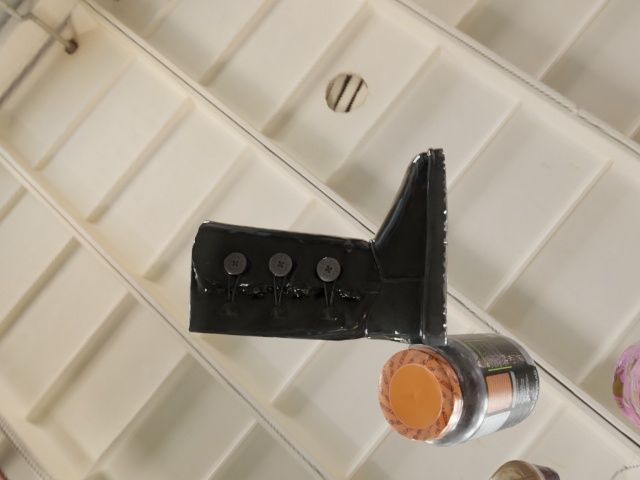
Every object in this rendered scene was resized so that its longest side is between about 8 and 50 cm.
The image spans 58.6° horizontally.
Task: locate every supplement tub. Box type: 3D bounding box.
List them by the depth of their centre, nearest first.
[{"bbox_3d":[0.260,0.272,1.065,0.193,0.315,0.194,-8,-102,42],"label":"supplement tub"}]

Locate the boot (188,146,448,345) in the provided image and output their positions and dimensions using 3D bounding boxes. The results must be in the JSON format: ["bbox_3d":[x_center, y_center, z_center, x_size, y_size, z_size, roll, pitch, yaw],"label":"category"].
[{"bbox_3d":[0.000,0.002,1.017,0.444,0.146,0.367,0,-115,14],"label":"boot"}]

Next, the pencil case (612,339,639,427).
[{"bbox_3d":[0.485,0.203,0.753,0.167,0.386,0.160,-34,-109,15],"label":"pencil case"}]

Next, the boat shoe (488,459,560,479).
[{"bbox_3d":[0.272,0.451,0.894,0.285,0.092,0.103,-62,-149,24],"label":"boat shoe"}]
